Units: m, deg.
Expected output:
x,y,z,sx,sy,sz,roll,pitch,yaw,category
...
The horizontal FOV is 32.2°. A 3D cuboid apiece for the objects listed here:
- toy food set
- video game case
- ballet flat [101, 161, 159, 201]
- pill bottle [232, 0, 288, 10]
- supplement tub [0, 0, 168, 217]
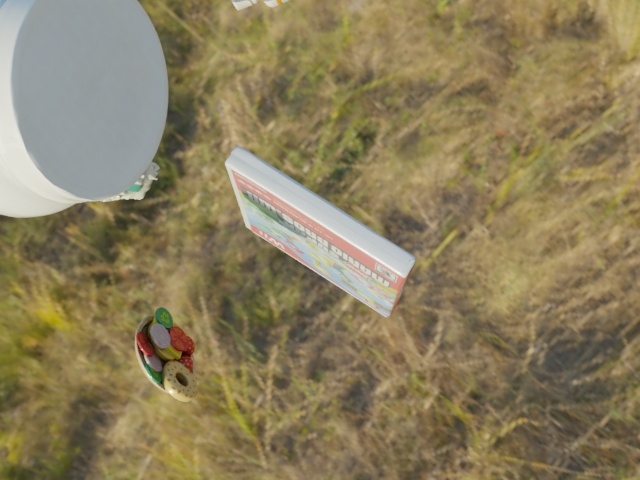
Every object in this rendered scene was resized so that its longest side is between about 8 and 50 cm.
x,y,z,sx,sy,sz,roll,pitch,yaw,category
-0.143,0.107,1.039,0.020,0.082,0.083,-28,31,27,toy food set
0.000,0.000,1.169,0.204,0.285,0.025,32,81,7,video game case
-0.301,-0.196,1.421,0.147,0.147,0.409,-36,51,18,ballet flat
-0.040,-0.413,1.593,0.215,0.117,0.117,-24,46,5,pill bottle
-0.321,-0.137,1.014,0.316,0.228,0.228,4,64,31,supplement tub
